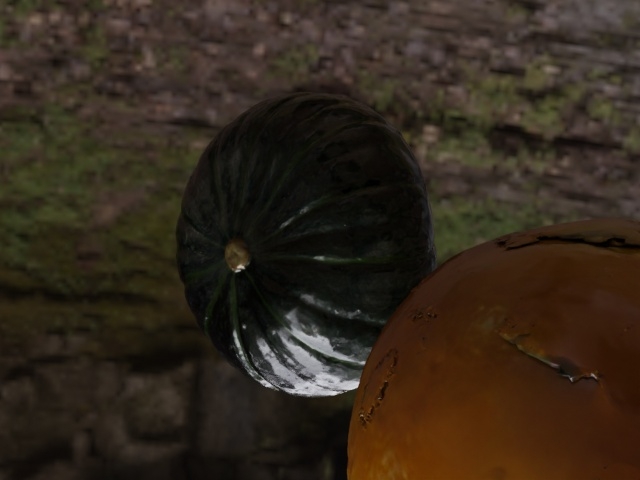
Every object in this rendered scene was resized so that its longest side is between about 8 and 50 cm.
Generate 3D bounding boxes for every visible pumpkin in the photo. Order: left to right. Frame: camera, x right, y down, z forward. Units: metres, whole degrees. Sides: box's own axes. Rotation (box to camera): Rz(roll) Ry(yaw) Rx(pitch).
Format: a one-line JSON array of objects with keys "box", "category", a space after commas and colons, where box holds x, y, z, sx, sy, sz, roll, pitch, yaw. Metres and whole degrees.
[{"box": [0.000, 0.000, 1.255, 0.216, 0.250, 0.250, -19, -150, -33], "category": "pumpkin"}]

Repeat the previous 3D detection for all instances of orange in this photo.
[{"box": [0.132, 0.107, 0.726, 0.246, 0.246, 0.246, 6, -161, -2], "category": "orange"}]
